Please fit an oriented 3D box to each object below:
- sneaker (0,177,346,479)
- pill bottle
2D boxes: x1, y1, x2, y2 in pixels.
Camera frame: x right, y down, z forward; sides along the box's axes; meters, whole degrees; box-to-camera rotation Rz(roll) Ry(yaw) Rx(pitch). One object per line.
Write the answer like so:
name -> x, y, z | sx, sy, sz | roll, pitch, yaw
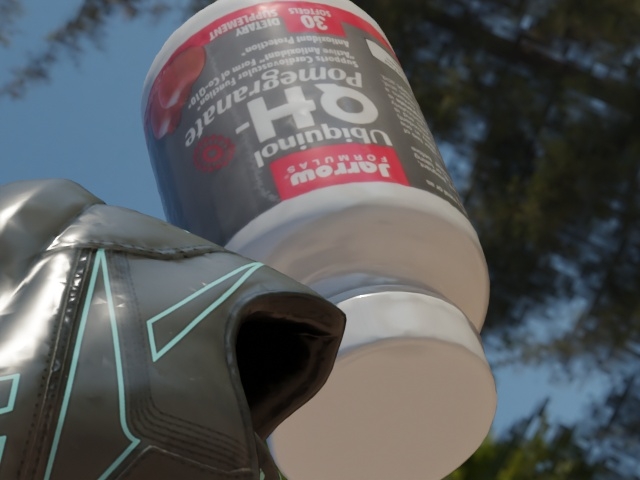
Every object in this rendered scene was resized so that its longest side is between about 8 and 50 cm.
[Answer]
sneaker -> -0.069, 0.070, 0.452 | 0.267, 0.106, 0.101 | -67, -14, -53
pill bottle -> 0.000, 0.000, 1.162 | 0.176, 0.318, 0.176 | -9, -48, -10
